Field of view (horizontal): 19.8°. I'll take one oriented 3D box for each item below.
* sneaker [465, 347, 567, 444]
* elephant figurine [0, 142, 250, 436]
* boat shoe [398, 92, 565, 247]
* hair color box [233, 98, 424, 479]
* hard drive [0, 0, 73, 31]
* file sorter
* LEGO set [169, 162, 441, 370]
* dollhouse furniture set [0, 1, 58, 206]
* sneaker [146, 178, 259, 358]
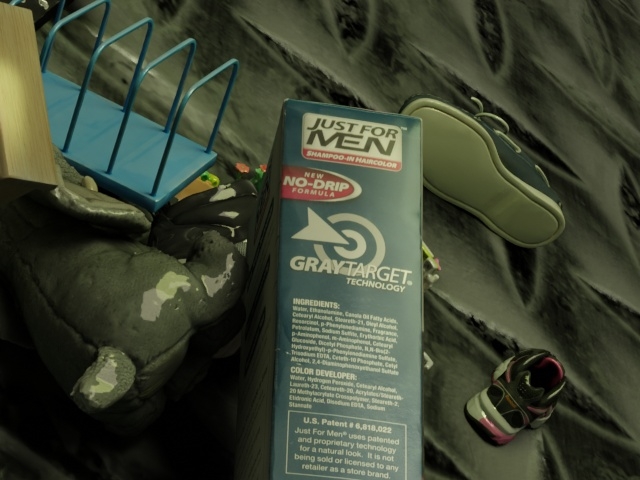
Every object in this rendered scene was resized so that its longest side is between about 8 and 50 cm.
[{"bbox_3d":[0.205,0.137,1.737,0.072,0.077,0.178,49,25,2],"label":"sneaker"},{"bbox_3d":[-0.181,0.014,1.276,0.239,0.186,0.169,41,67,12],"label":"elephant figurine"},{"bbox_3d":[0.172,-0.087,1.986,0.254,0.095,0.079,32,31,-30],"label":"boat shoe"},{"bbox_3d":[0.004,0.095,1.248,0.105,0.174,0.347,7,57,-9],"label":"hair color box"},{"bbox_3d":[-0.301,-0.289,1.590,0.237,0.064,0.339,43,27,-8],"label":"hard drive"},{"bbox_3d":[-0.165,-0.119,1.434,0.170,0.104,0.118,27,28,10],"label":"file sorter"},{"bbox_3d":[0.000,0.000,1.584,0.287,0.107,0.132,44,26,-5],"label":"LEGO set"},{"bbox_3d":[-0.340,-0.093,1.016,0.355,0.174,0.303,10,64,-50],"label":"dollhouse furniture set"},{"bbox_3d":[-0.034,0.038,1.481,0.268,0.101,0.153,25,36,-34],"label":"sneaker"}]
